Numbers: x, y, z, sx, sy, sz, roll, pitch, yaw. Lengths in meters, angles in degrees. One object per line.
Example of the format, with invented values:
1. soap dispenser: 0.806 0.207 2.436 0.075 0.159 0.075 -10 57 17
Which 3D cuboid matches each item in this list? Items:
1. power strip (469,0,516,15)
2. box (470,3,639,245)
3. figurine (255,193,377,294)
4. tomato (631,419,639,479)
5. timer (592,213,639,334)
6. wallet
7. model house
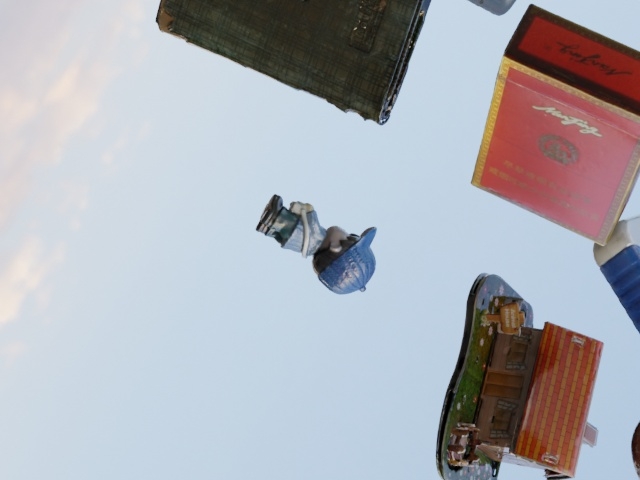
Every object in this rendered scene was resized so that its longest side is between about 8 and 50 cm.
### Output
1. power strip: 0.222 -0.387 1.822 0.251 0.257 0.092 -50 -128 21
2. box: 0.233 -0.102 1.463 0.074 0.153 0.240 -55 167 -24
3. figurine: -0.003 0.007 1.688 0.077 0.136 0.079 128 -22 -56
4. tomato: 0.414 0.264 1.840 0.091 0.139 0.159 -18 -177 -9
5. timer: 0.425 0.045 1.799 0.078 0.253 0.178 -43 -110 41
6. wallet: -0.036 -0.265 1.791 0.044 0.317 0.169 -7 120 -64
7. model house: 0.279 0.204 2.086 0.154 0.207 0.294 5 -109 30
